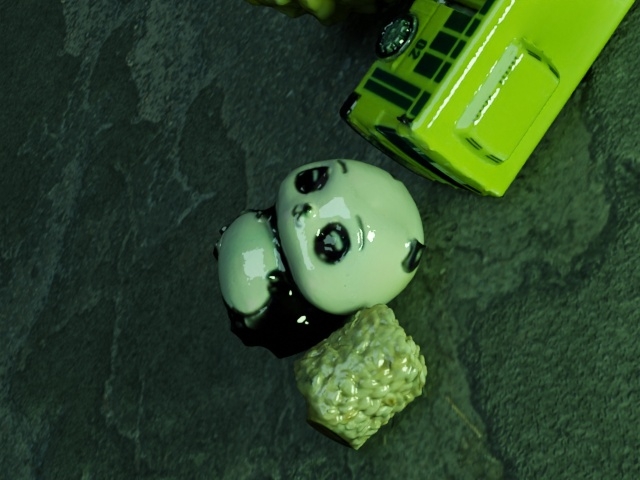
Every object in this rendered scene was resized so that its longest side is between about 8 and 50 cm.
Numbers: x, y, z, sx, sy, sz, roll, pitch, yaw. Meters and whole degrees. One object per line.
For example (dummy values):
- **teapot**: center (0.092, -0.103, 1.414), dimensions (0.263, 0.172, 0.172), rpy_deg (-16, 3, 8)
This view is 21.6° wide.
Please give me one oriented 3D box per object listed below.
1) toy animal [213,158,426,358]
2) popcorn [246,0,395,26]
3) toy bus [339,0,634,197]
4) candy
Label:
- **toy animal**: center (0.000, 0.000, 1.454), dimensions (0.179, 0.138, 0.166), rpy_deg (-36, 55, 37)
- **popcorn**: center (-0.001, -0.316, 1.632), dimensions (0.259, 0.259, 0.212), rpy_deg (-121, 37, -54)
- **toy bus**: center (0.149, -0.169, 1.408), dimensions (0.262, 0.128, 0.150), rpy_deg (-56, 34, 1)
- **candy**: center (0.032, 0.110, 1.383), dimensions (0.110, 0.085, 0.095), rpy_deg (-37, 46, 11)
